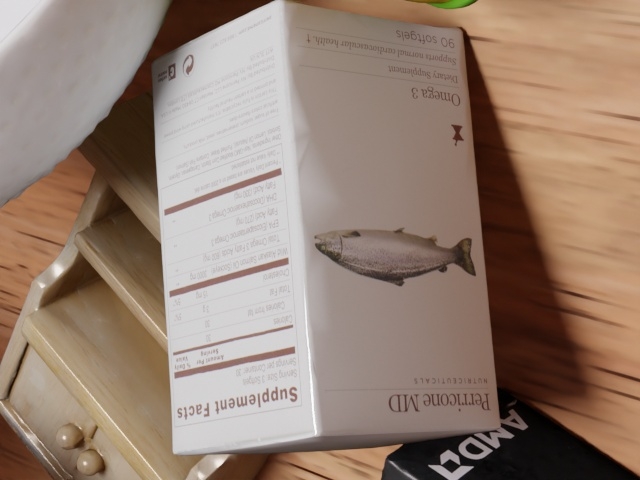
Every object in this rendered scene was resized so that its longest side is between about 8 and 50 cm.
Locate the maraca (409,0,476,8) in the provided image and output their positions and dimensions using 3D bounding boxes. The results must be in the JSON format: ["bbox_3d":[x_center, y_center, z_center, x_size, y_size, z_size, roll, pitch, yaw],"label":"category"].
[{"bbox_3d":[0.029,-0.154,0.653,0.185,0.099,0.127,-154,49,-70],"label":"maraca"}]

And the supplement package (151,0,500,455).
[{"bbox_3d":[0.000,0.000,0.713,0.105,0.105,0.179,-16,75,50],"label":"supplement package"}]

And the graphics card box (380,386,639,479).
[{"bbox_3d":[0.173,0.257,0.738,0.371,0.094,0.233,34,132,30],"label":"graphics card box"}]

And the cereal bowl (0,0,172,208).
[{"bbox_3d":[-0.208,-0.124,0.780,0.339,0.339,0.141,28,162,34],"label":"cereal bowl"}]

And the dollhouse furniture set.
[{"bbox_3d":[-0.198,0.125,0.820,0.362,0.394,0.256,47,138,16],"label":"dollhouse furniture set"}]
